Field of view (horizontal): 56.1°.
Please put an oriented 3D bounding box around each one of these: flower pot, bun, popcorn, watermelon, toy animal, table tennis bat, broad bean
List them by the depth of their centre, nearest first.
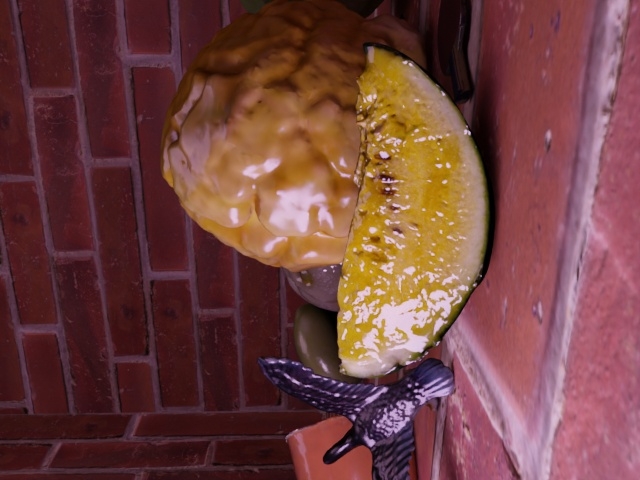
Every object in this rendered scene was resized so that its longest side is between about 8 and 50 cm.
[{"bbox_3d":[0.080,-0.014,0.536,0.123,0.129,0.301,-109,24,-76],"label":"watermelon"},{"bbox_3d":[0.135,-0.203,0.607,0.095,0.014,0.158,96,175,-58],"label":"table tennis bat"},{"bbox_3d":[0.069,0.215,0.676,0.272,0.160,0.197,50,157,15],"label":"toy animal"},{"bbox_3d":[-0.037,-0.141,0.789,0.354,0.390,0.344,-10,-61,-61],"label":"popcorn"},{"bbox_3d":[0.057,0.340,0.846,0.190,0.190,0.173,94,162,-63],"label":"flower pot"},{"bbox_3d":[0.000,0.000,1.488,0.365,0.219,0.365,177,90,-88],"label":"bun"},{"bbox_3d":[0.014,0.265,1.527,0.238,0.119,0.291,51,-169,-34],"label":"broad bean"}]

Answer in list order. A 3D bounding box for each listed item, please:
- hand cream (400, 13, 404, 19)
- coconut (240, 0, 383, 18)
[{"bbox_3d":[0.119,-0.277,0.897,0.036,0.023,0.122,96,178,-70],"label":"hand cream"},{"bbox_3d":[-0.009,-0.457,0.901,0.328,0.281,0.328,-54,3,4],"label":"coconut"}]
